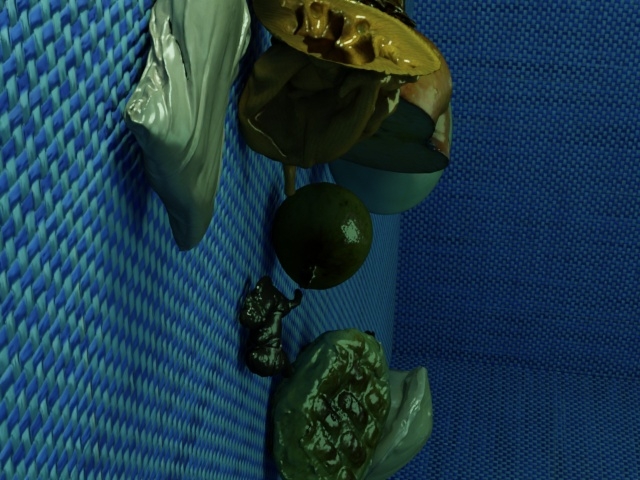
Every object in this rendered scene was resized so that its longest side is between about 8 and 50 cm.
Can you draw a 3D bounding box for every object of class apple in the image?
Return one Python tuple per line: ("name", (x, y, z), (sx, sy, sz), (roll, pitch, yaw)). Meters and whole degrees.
("apple", (0.090, -0.233, 1.642), (0.293, 0.251, 0.163), (73, 33, -71))

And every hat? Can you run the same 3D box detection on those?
("hat", (-0.001, -0.149, 1.321), (0.233, 0.244, 0.233), (-54, 163, -60))

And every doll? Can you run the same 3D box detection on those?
("doll", (-0.073, 0.116, 1.465), (0.165, 0.057, 0.139), (20, 78, -73))

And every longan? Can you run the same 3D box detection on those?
("longan", (0.000, 0.000, 1.569), (0.155, 0.145, 0.176), (57, 34, -33))

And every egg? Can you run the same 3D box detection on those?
("egg", (0.121, -0.221, 1.973), (0.230, 0.230, 0.371), (79, 15, -64))

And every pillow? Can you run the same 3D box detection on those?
("pillow", (-0.110, -0.147, 0.942), (0.173, 0.067, 0.270), (71, 25, -61))

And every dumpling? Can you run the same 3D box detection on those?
("dumpling", (0.102, 0.413, 2.242), (0.395, 0.233, 0.315), (-43, -162, 47))

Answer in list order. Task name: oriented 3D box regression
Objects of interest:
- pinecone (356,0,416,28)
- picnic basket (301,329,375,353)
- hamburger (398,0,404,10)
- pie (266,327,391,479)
("pinecone", (0.070, -0.339, 1.827), (0.173, 0.173, 0.174), (6, 90, -82))
("picnic basket", (0.023, 0.305, 2.022), (0.222, 0.129, 0.297), (26, 70, -83))
("hamburger", (0.140, -0.492, 2.412), (0.137, 0.087, 0.166), (-58, 150, -78))
("pie", (0.022, 0.285, 1.799), (0.306, 0.071, 0.306), (-13, 107, -49))
